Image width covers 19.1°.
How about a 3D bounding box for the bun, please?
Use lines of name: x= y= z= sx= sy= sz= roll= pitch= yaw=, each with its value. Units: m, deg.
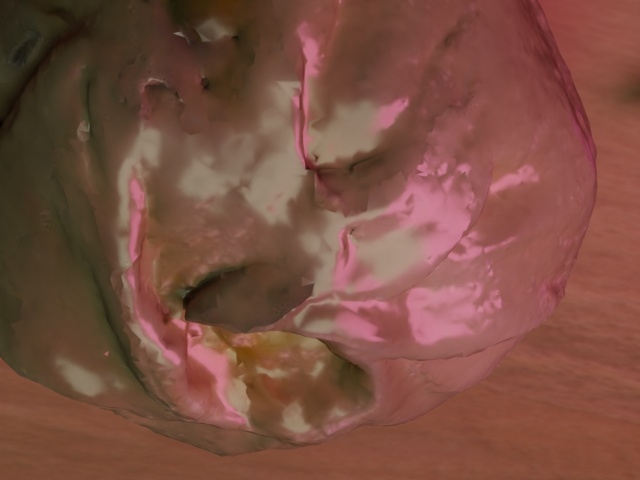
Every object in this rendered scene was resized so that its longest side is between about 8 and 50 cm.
bun: x=-0.045 y=-0.029 z=0.984 sx=0.365 sy=0.219 sz=0.365 roll=6 pitch=130 yaw=7
